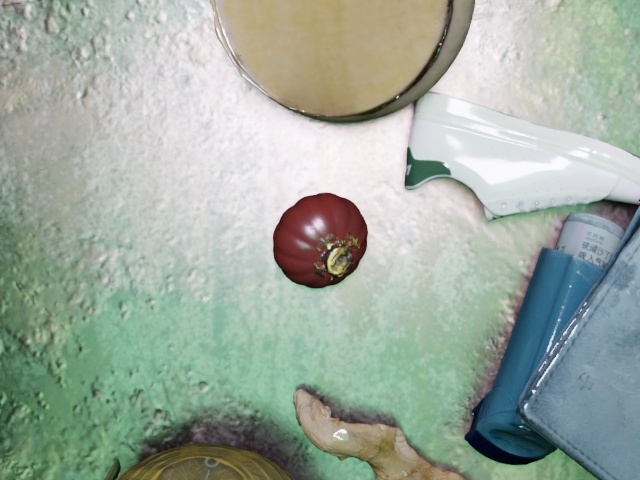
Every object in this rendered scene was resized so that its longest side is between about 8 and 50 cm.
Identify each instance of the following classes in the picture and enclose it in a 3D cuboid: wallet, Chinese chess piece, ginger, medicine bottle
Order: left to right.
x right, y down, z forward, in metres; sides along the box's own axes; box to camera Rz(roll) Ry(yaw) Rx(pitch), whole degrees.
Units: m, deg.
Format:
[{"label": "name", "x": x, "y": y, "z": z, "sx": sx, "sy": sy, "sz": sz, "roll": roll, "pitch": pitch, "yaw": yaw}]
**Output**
[{"label": "Chinese chess piece", "x": 0.021, "y": -0.242, "z": 1.125, "sx": 0.257, "sy": 0.104, "sz": 0.257, "roll": 4, "pitch": 106, "yaw": 16}, {"label": "ginger", "x": 0.086, "y": 0.248, "z": 1.199, "sx": 0.288, "sy": 0.075, "sz": 0.089, "roll": 33, "pitch": 97, "yaw": -4}, {"label": "medicine bottle", "x": 0.230, "y": 0.101, "z": 1.175, "sx": 0.079, "sy": 0.124, "sz": 0.258, "roll": 22, "pitch": 81, "yaw": -2}, {"label": "wallet", "x": 0.341, "y": 0.108, "z": 1.099, "sx": 0.251, "sy": 0.054, "sz": 0.290, "roll": 39, "pitch": 83, "yaw": -16}]

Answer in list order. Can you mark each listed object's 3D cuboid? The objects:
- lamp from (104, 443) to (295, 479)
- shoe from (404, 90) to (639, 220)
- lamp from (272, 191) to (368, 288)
[{"label": "lamp", "x": -0.113, "y": 0.332, "z": 1.132, "sx": 0.250, "sy": 0.250, "sz": 0.284, "roll": 1, "pitch": 131, "yaw": 1}, {"label": "shoe", "x": 0.209, "y": -0.063, "z": 1.172, "sx": 0.265, "sy": 0.095, "sz": 0.110, "roll": 21, "pitch": 92, "yaw": 9}, {"label": "lamp", "x": 0.000, "y": 0.000, "z": 1.178, "sx": 0.101, "sy": 0.090, "sz": 0.101, "roll": -16, "pitch": 126, "yaw": -23}]
